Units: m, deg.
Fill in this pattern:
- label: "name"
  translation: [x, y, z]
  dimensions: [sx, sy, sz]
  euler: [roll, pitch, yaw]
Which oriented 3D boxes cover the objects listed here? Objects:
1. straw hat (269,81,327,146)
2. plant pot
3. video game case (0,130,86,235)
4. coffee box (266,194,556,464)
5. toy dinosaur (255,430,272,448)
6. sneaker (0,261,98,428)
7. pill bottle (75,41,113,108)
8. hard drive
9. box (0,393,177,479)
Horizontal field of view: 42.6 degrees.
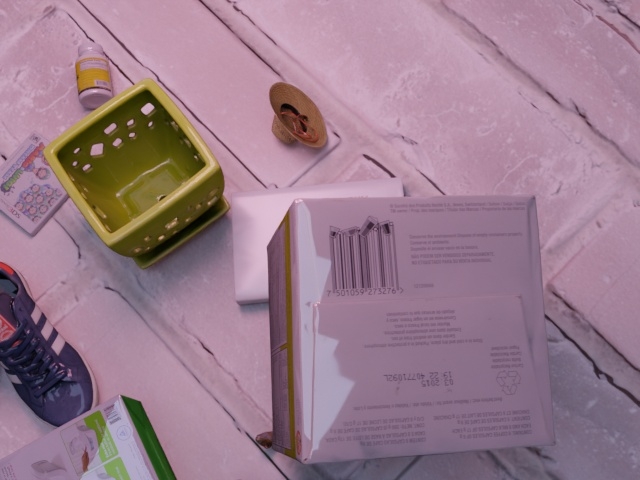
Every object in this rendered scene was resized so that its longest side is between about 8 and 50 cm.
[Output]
- label: "straw hat"
  translation: [-0.058, -0.215, 1.506]
  dimensions: [0.061, 0.144, 0.144]
  euler: [-38, 68, 35]
- label: "plant pot"
  translation: [-0.297, -0.098, 1.413]
  dimensions: [0.227, 0.207, 0.228]
  euler: [-36, 69, -7]
- label: "video game case"
  translation: [-0.538, -0.109, 1.540]
  dimensions: [0.143, 0.019, 0.157]
  euler: [36, 79, 14]
- label: "coffee box"
  translation: [0.106, 0.136, 1.202]
  dimensions: [0.338, 0.334, 0.338]
  euler: [-1, 78, -10]
- label: "toy dinosaur"
  translation: [-0.007, 0.285, 1.362]
  dimensions: [0.211, 0.064, 0.112]
  euler: [-15, 98, 4]
- label: "sneaker"
  translation: [-0.510, 0.171, 1.383]
  dimensions: [0.131, 0.148, 0.350]
  euler: [-40, 74, -8]
- label: "pill bottle"
  translation: [-0.435, -0.318, 1.572]
  dimensions: [0.065, 0.065, 0.116]
  euler: [-11, 71, 1]
- label: "hard drive"
  translation: [0.000, 0.000, 1.449]
  dimensions: [0.307, 0.040, 0.203]
  euler: [-5, 72, 3]
- label: "box"
  translation: [-0.351, 0.418, 1.304]
  dimensions: [0.231, 0.127, 0.262]
  euler: [-30, 73, -4]
